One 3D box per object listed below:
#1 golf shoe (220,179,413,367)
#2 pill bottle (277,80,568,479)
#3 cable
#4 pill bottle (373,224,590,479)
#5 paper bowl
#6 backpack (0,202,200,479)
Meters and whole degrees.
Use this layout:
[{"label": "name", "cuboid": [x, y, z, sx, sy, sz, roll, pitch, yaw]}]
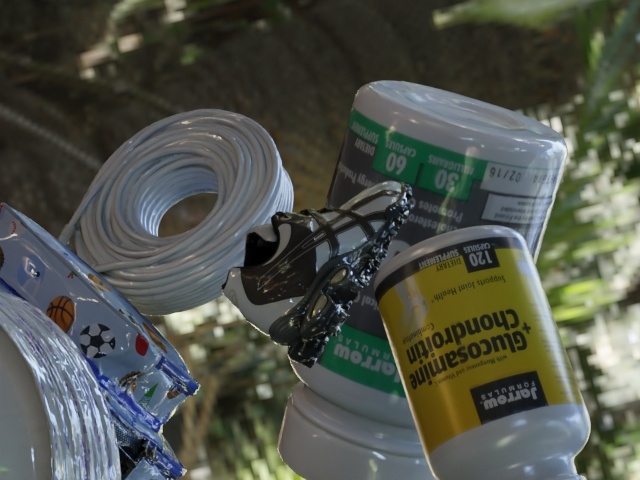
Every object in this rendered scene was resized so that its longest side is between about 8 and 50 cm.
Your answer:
[{"label": "golf shoe", "cuboid": [0.000, 0.000, 1.267, 0.198, 0.094, 0.077, -53, 171, -53]}, {"label": "pill bottle", "cuboid": [0.086, 0.050, 1.671, 0.204, 0.204, 0.361, -95, -161, -75]}, {"label": "cable", "cuboid": [-0.155, -0.033, 2.058, 0.089, 0.257, 0.257, 58, 46, -46]}, {"label": "pill bottle", "cuboid": [0.105, 0.091, 1.110, 0.103, 0.103, 0.184, 70, 2, -70]}, {"label": "paper bowl", "cuboid": [-0.283, 0.158, 1.155, 0.148, 0.284, 0.284, 20, 53, -64]}, {"label": "backpack", "cuboid": [-0.223, 0.119, 1.403, 0.276, 0.213, 0.263, 45, -13, 32]}]
